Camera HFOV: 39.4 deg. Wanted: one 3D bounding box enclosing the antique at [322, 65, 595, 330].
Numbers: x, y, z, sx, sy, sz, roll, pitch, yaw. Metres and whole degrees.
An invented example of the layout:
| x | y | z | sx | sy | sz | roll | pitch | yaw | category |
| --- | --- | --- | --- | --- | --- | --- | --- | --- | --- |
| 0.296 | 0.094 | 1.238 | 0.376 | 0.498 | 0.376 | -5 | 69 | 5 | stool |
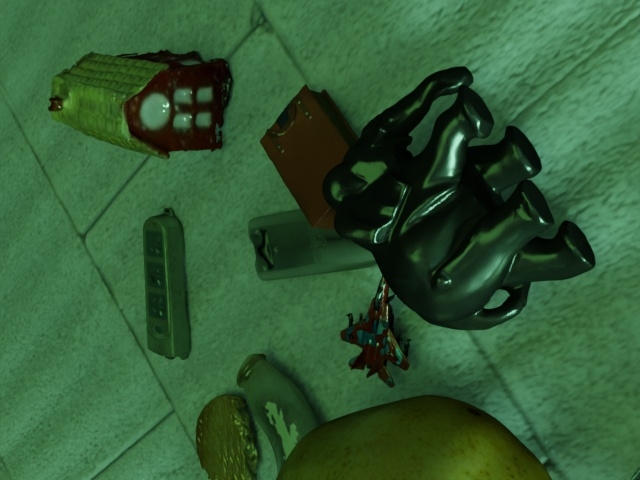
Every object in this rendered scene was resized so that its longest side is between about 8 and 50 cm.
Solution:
| x | y | z | sx | sy | sz | roll | pitch | yaw | category |
| --- | --- | --- | --- | --- | --- | --- | --- | --- | --- |
| 0.161 | -0.037 | 1.157 | 0.255 | 0.185 | 0.322 | -31 | 84 | 30 | antique |

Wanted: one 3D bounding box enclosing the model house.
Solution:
| x | y | z | sx | sy | sz | roll | pitch | yaw | category |
| --- | --- | --- | --- | --- | --- | --- | --- | --- | --- |
| -0.301 | -0.223 | 1.461 | 0.196 | 0.254 | 0.160 | 18 | 114 | 36 | model house |

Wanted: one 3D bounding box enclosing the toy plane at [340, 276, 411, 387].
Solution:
| x | y | z | sx | sy | sz | roll | pitch | yaw | category |
| --- | --- | --- | --- | --- | --- | --- | --- | --- | --- |
| 0.091 | 0.124 | 1.345 | 0.130 | 0.061 | 0.189 | 23 | 109 | 34 | toy plane |

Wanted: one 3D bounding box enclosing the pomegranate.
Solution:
| x | y | z | sx | sy | sz | roll | pitch | yaw | category |
| --- | --- | --- | --- | --- | --- | --- | --- | --- | --- |
| 0.116 | 0.410 | 1.181 | 0.417 | 0.417 | 0.416 | 9 | 105 | 37 | pomegranate |

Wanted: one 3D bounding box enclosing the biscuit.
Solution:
| x | y | z | sx | sy | sz | roll | pitch | yaw | category |
| --- | --- | --- | --- | --- | --- | --- | --- | --- | --- |
| -0.169 | 0.387 | 1.627 | 0.145 | 0.033 | 0.224 | -6 | 96 | 42 | biscuit |

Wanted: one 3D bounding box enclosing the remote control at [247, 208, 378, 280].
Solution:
| x | y | z | sx | sy | sz | roll | pitch | yaw | category |
| --- | --- | --- | --- | --- | --- | --- | --- | --- | --- |
| 0.000 | 0.000 | 1.393 | 0.313 | 0.055 | 0.109 | -9 | 94 | 40 | remote control |

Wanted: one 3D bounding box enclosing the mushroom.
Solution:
| x | y | z | sx | sy | sz | roll | pitch | yaw | category |
| --- | --- | --- | --- | --- | --- | --- | --- | --- | --- |
| -0.037 | 0.346 | 1.477 | 0.109 | 0.097 | 0.351 | -36 | 73 | 35 | mushroom |

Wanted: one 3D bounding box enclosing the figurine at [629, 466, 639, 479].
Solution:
| x | y | z | sx | sy | sz | roll | pitch | yaw | category |
| --- | --- | --- | --- | --- | --- | --- | --- | --- | --- |
| 0.433 | 0.319 | 1.103 | 0.082 | 0.095 | 0.086 | 84 | 175 | -57 | figurine |

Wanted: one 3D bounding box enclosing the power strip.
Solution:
| x | y | z | sx | sy | sz | roll | pitch | yaw | category |
| --- | --- | --- | --- | --- | --- | --- | --- | --- | --- |
| -0.285 | 0.083 | 1.648 | 0.080 | 0.048 | 0.285 | 8 | 103 | 36 | power strip |

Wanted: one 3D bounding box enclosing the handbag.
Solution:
| x | y | z | sx | sy | sz | roll | pitch | yaw | category |
| --- | --- | --- | --- | --- | --- | --- | --- | --- | --- |
| -0.003 | -0.127 | 1.343 | 0.127 | 0.063 | 0.190 | -48 | 58 | 27 | handbag |
